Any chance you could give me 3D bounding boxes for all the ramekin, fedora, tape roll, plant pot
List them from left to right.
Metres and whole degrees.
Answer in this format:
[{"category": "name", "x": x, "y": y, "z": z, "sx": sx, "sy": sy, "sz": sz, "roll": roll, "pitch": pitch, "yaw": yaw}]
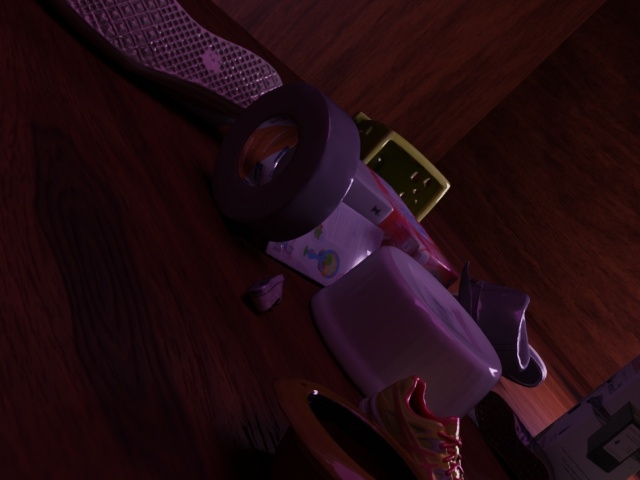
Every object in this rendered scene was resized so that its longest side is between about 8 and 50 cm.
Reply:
[{"category": "tape roll", "x": -0.052, "y": -0.111, "z": 1.035, "sx": 0.072, "sy": 0.219, "sz": 0.219, "roll": 33, "pitch": 18, "yaw": -44}, {"category": "fedora", "x": 0.015, "y": 0.197, "z": 0.617, "sx": 0.194, "sy": 0.079, "sz": 0.194, "roll": 36, "pitch": 5, "yaw": -4}, {"category": "plant pot", "x": 0.110, "y": -0.140, "z": 1.640, "sx": 0.228, "sy": 0.227, "sz": 0.207, "roll": 37, "pitch": 10, "yaw": -34}, {"category": "ramekin", "x": 0.129, "y": 0.136, "z": 1.044, "sx": 0.277, "sy": 0.135, "sz": 0.277, "roll": 43, "pitch": 13, "yaw": -13}, {"category": "fedora", "x": 0.324, "y": 0.161, "z": 1.359, "sx": 0.275, "sy": 0.124, "sz": 0.244, "roll": -17, "pitch": 105, "yaw": -74}]

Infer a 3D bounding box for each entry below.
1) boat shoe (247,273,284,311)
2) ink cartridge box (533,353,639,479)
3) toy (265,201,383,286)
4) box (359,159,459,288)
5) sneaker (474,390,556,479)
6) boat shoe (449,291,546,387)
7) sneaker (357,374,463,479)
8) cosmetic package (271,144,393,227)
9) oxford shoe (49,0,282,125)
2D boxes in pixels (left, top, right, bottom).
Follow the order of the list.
[{"category": "boat shoe", "x": -0.063, "y": 0.065, "z": 0.899, "sx": 0.100, "sy": 0.035, "sz": 0.035, "roll": -49, "pitch": 122, "yaw": -81}, {"category": "ink cartridge box", "x": 0.511, "y": 0.335, "z": 1.297, "sx": 0.121, "sy": 0.289, "sz": 0.211, "roll": 50, "pitch": 13, "yaw": 14}, {"category": "toy", "x": 0.000, "y": 0.000, "z": 1.150, "sx": 0.056, "sy": 0.137, "sz": 0.237, "roll": 5, "pitch": -20, "yaw": 40}, {"category": "box", "x": 0.108, "y": -0.008, "z": 1.391, "sx": 0.154, "sy": 0.142, "sz": 0.300, "roll": 33, "pitch": 19, "yaw": -44}, {"category": "sneaker", "x": 0.325, "y": 0.342, "z": 1.217, "sx": 0.086, "sy": 0.064, "sz": 0.192, "roll": 44, "pitch": 11, "yaw": -44}, {"category": "boat shoe", "x": 0.377, "y": 0.229, "z": 1.632, "sx": 0.285, "sy": 0.103, "sz": 0.092, "roll": 44, "pitch": 18, "yaw": 7}, {"category": "sneaker", "x": 0.126, "y": 0.240, "z": 0.816, "sx": 0.208, "sy": 0.094, "sz": 0.081, "roll": 55, "pitch": 14, "yaw": 30}, {"category": "cosmetic package", "x": 0.004, "y": -0.084, "z": 1.276, "sx": 0.151, "sy": 0.151, "sz": 0.184, "roll": 39, "pitch": 14, "yaw": -28}, {"category": "oxford shoe", "x": -0.265, "y": -0.319, "z": 1.237, "sx": 0.449, "sy": 0.169, "sz": 0.130, "roll": 27, "pitch": -22, "yaw": -35}]
